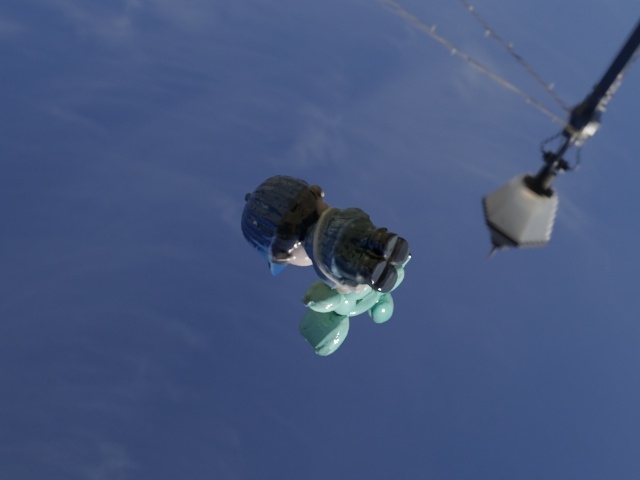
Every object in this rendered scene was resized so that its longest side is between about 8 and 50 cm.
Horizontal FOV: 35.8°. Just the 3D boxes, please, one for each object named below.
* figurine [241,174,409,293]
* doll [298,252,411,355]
[{"bbox_3d":[-0.005,-0.003,0.760,0.079,0.077,0.136,30,173,-42],"label":"figurine"},{"bbox_3d":[0.034,0.060,1.123,0.159,0.158,0.059,-22,-118,-35],"label":"doll"}]
